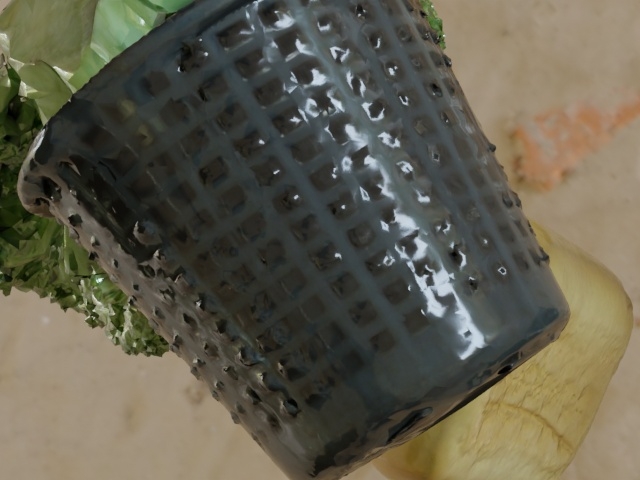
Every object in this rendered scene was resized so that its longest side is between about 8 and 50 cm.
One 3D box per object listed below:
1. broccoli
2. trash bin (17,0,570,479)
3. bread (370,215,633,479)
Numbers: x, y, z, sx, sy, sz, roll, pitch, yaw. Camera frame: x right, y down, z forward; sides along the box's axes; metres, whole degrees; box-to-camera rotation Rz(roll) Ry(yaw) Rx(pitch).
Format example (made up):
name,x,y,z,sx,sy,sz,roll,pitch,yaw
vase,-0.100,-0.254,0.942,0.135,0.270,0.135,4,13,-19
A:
name,x,y,z,sx,sy,sz,roll,pitch,yaw
broccoli,-0.091,-0.084,1.187,0.321,0.310,0.413,130,148,-53
trash bin,0.000,0.000,0.628,0.175,0.175,0.161,-35,80,17
bread,0.078,0.057,0.846,0.098,0.217,0.147,23,85,28
